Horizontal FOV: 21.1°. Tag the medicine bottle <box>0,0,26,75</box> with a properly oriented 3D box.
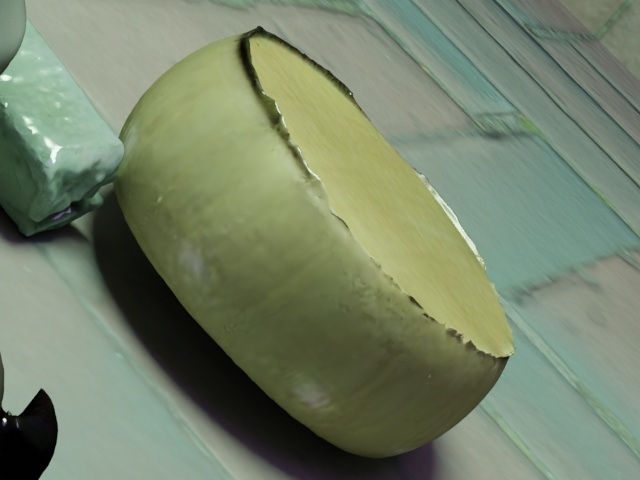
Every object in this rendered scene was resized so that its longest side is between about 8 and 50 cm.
[{"bbox_3d":[-0.186,-0.092,0.657,0.135,0.215,0.135,37,20,-16],"label":"medicine bottle"}]

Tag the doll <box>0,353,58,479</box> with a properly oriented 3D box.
[{"bbox_3d":[-0.163,0.078,0.498,0.182,0.117,0.257,34,22,-26],"label":"doll"}]

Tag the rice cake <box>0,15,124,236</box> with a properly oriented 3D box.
[{"bbox_3d":[-0.223,-0.142,0.911,0.066,0.063,0.336,-19,64,-48],"label":"rice cake"}]

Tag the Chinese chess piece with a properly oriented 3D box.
[{"bbox_3d":[0.000,0.000,0.941,0.250,0.103,0.250,45,15,-16],"label":"Chinese chess piece"}]
